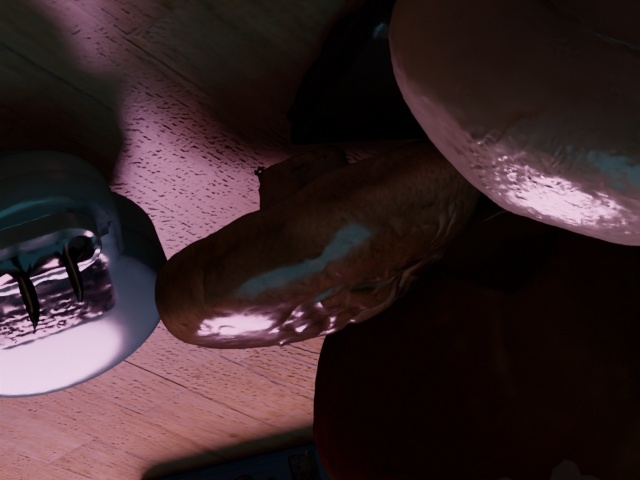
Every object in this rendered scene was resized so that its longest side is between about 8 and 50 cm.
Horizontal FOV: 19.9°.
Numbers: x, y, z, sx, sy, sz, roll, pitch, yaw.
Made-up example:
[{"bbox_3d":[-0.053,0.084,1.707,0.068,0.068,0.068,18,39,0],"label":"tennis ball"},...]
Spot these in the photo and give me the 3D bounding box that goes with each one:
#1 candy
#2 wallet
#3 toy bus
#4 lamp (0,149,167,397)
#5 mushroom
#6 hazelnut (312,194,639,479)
[{"bbox_3d":[0.184,-0.098,1.239,0.295,0.295,0.185,2,129,-28],"label":"candy"},{"bbox_3d":[0.103,-0.133,1.447,0.229,0.049,0.182,-1,152,-27],"label":"wallet"},{"bbox_3d":[-0.073,0.309,2.040,0.246,0.113,0.134,-12,144,-3],"label":"toy bus"},{"bbox_3d":[-0.226,0.026,1.450,0.209,0.147,0.284,-21,165,-11],"label":"lamp"},{"bbox_3d":[0.000,0.000,1.451,0.278,0.146,0.278,-24,178,-1],"label":"mushroom"},{"bbox_3d":[0.204,0.153,1.645,0.402,0.402,0.429,-27,145,18],"label":"hazelnut"}]
